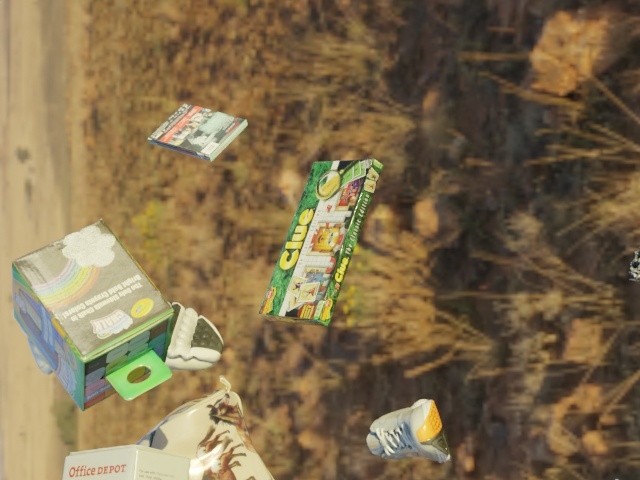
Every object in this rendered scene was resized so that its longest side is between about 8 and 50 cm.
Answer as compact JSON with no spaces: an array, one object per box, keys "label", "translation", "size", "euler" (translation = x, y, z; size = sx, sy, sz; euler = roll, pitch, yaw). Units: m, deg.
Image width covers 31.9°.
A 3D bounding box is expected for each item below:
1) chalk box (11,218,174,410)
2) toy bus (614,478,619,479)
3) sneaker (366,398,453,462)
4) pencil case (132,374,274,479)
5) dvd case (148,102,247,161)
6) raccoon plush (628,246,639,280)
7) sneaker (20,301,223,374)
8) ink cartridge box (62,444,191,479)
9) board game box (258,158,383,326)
[{"label":"chalk box","translation":[-0.267,0.108,1.376],"size":[0.213,0.132,0.132],"euler":[50,149,21]},{"label":"toy bus","translation":[0.563,0.508,1.870],"size":[0.104,0.202,0.191],"euler":[-53,22,-10]},{"label":"sneaker","translation":[0.134,0.312,1.762],"size":[0.262,0.121,0.099],"euler":[78,175,-82]},{"label":"pencil case","translation":[-0.104,0.398,1.556],"size":[0.410,0.183,0.160],"euler":[60,160,10]},{"label":"dvd case","translation":[-0.175,-0.155,1.593],"size":[0.119,0.087,0.013],"euler":[17,142,33]},{"label":"raccoon plush","translation":[0.491,-0.149,1.408],"size":[0.299,0.216,0.446],"euler":[-22,79,34]},{"label":"sneaker","translation":[-0.279,0.150,1.598],"size":[0.110,0.292,0.118],"euler":[-70,-16,-57]},{"label":"ink cartridge box","translation":[-0.236,0.352,1.306],"size":[0.153,0.087,0.208],"euler":[-15,64,43]},{"label":"board game box","translation":[0.000,0.000,1.671],"size":[0.136,0.030,0.259],"euler":[-2,64,50]}]
